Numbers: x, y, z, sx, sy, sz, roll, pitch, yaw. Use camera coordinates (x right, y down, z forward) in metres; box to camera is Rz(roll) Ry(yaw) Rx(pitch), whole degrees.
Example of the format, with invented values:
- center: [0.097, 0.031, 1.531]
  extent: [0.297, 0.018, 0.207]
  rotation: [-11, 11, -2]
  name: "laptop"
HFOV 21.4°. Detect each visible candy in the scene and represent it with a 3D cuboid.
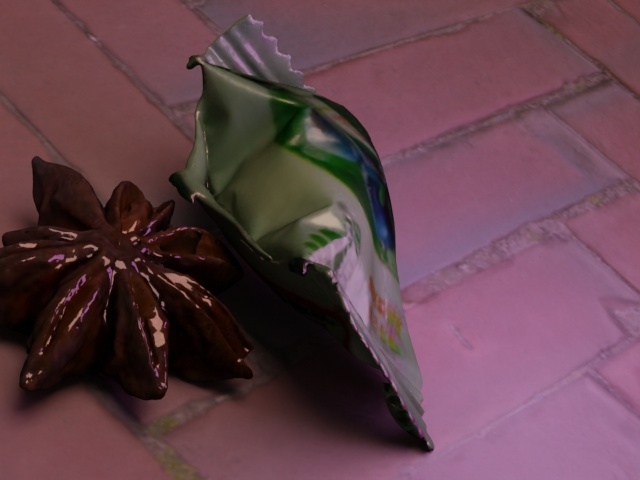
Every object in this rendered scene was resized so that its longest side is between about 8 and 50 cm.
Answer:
- center: [0.006, -0.003, 1.653]
  extent: [0.263, 0.172, 0.398]
  rotation: [42, 15, -47]
  name: "candy"

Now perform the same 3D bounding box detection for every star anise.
- center: [-0.207, 0.037, 1.569]
  extent: [0.315, 0.108, 0.315]
  rotation: [12, 41, -11]
  name: "star anise"
